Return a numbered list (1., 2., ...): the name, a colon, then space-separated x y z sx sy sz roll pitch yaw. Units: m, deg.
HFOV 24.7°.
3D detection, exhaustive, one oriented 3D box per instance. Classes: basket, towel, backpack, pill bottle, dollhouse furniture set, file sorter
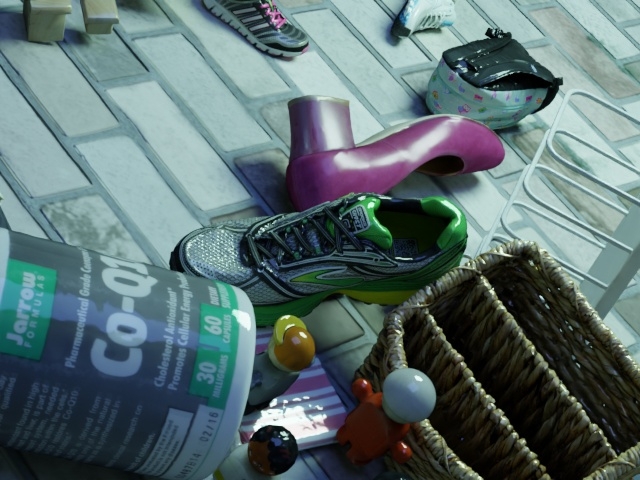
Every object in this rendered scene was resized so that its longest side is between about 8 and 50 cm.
1. basket: 0.195 0.175 1.599 0.213 0.223 0.299 -9 54 -39
2. towel: -0.060 0.152 1.617 0.144 0.029 0.197 -6 54 -36
3. backpack: 0.244 -0.228 2.151 0.182 0.115 0.152 -15 46 -41
4. pill bottle: -0.261 0.102 1.397 0.361 0.204 0.204 14 42 -20
5. dollhouse furniture set: -0.226 -0.423 1.950 0.355 0.174 0.303 -3 49 -18
6. file sorter: 0.317 -0.019 1.849 0.173 0.277 0.193 28 38 3

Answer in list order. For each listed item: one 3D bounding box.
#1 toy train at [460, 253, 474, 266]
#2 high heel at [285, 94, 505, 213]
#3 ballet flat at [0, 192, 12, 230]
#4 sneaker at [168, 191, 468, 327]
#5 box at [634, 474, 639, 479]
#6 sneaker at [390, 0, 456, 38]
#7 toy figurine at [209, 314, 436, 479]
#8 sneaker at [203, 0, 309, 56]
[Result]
1. toy train: 0.097 0.026 1.776 0.166 0.125 0.046 28 40 -10
2. high heel: 0.106 -0.076 1.940 0.377 0.127 0.181 5 74 -35
3. ballet flat: -0.371 -0.029 1.584 0.074 0.074 0.203 -2 43 -35
4. sneaker: 0.000 0.000 1.633 0.343 0.146 0.134 -8 61 -14
5. box: 0.398 0.308 1.718 0.183 0.059 0.232 -2 50 -36
6. sneaker: 0.171 -0.357 2.281 0.083 0.071 0.190 36 39 -3
7. toy figurine: 0.003 0.203 1.478 0.209 0.148 0.213 28 46 -13
8. sneaker: -0.085 -0.327 2.074 0.170 0.075 0.063 34 39 4
